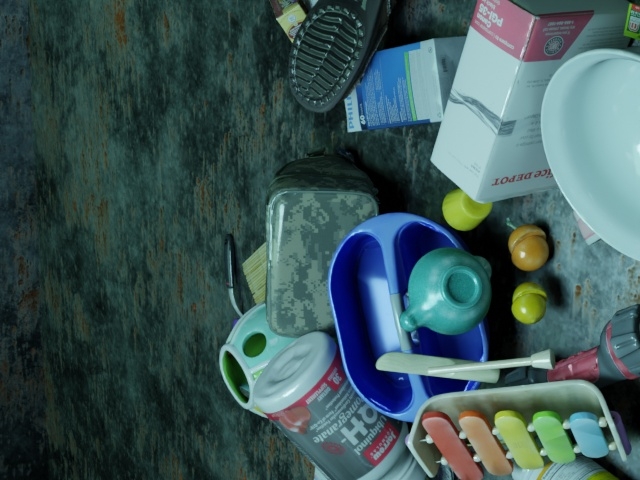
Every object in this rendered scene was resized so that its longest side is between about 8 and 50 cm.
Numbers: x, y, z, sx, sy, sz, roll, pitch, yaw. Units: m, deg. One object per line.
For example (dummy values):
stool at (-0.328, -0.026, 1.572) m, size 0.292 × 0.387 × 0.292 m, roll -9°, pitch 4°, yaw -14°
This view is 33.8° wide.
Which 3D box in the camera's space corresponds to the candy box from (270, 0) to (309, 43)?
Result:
candy box at (-0.019, -0.358, 1.885) m, size 0.187 × 0.053 × 0.109 m, roll 51°, pitch -167°, yaw -34°

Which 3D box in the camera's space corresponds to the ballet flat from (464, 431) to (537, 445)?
ballet flat at (0.280, 0.318, 1.773) m, size 0.232 × 0.073 × 0.080 m, roll -29°, pitch 78°, yaw 55°

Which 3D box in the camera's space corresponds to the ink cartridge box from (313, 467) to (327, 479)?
ink cartridge box at (0.071, 0.474, 2.079) m, size 0.127 × 0.128 × 0.176 m, roll 36°, pitch 128°, yaw 45°

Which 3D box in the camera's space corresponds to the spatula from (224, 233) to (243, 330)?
spatula at (-0.199, 0.132, 2.450) m, size 0.084 × 0.030 × 0.297 m, roll 4°, pitch 103°, yaw 54°

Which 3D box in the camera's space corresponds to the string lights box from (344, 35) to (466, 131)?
string lights box at (0.141, -0.260, 1.781) m, size 0.259 × 0.076 × 0.134 m, roll 2°, pitch 102°, yaw 55°

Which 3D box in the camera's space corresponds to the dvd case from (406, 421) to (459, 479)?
dvd case at (0.183, 0.376, 1.925) m, size 0.221 × 0.018 × 0.165 m, roll 47°, pitch 161°, yaw 37°

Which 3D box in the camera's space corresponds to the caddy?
caddy at (0.148, 0.121, 1.722) m, size 0.241 × 0.179 × 0.342 m, roll -13°, pitch 91°, yaw 18°

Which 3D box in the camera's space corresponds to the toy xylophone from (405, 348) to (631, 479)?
toy xylophone at (0.274, 0.261, 1.529) m, size 0.322 × 0.236 × 0.081 m, roll -16°, pitch 46°, yaw 28°

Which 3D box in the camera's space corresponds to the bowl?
bowl at (0.429, -0.126, 1.322) m, size 0.298 × 0.134 × 0.298 m, roll 43°, pitch 151°, yaw 31°

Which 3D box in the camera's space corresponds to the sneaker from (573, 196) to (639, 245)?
sneaker at (0.406, -0.048, 1.486) m, size 0.070 × 0.051 × 0.134 m, roll 63°, pitch 148°, yaw 11°

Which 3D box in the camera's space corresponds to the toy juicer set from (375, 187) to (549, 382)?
toy juicer set at (0.231, 0.094, 1.603) m, size 0.329 × 0.209 × 0.089 m, roll -64°, pitch 8°, yaw -15°

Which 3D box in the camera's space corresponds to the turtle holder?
turtle holder at (-0.058, 0.267, 2.097) m, size 0.320 × 0.227 × 0.243 m, roll 65°, pitch 150°, yaw 16°

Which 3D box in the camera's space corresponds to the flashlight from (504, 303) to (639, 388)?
flashlight at (0.388, 0.179, 1.542) m, size 0.304 × 0.103 × 0.103 m, roll -36°, pitch 72°, yaw 53°

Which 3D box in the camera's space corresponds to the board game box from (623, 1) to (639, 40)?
board game box at (0.474, -0.252, 1.283) m, size 0.181 × 0.092 × 0.043 m, roll 33°, pitch 128°, yaw 46°

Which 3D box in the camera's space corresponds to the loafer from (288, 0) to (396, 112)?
loafer at (0.070, -0.378, 1.757) m, size 0.133 × 0.130 × 0.366 m, roll 36°, pitch 112°, yaw 23°

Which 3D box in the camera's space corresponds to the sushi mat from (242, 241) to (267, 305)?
sushi mat at (-0.078, 0.058, 2.258) m, size 0.316 × 0.019 × 0.152 m, roll -41°, pitch 68°, yaw 53°

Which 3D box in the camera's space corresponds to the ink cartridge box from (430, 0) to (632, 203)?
ink cartridge box at (0.291, -0.211, 1.460) m, size 0.117 × 0.207 × 0.283 m, roll 47°, pitch 136°, yaw 39°

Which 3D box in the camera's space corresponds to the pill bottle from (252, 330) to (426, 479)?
pill bottle at (0.043, 0.327, 1.857) m, size 0.318 × 0.176 × 0.176 m, roll 49°, pitch 151°, yaw -17°

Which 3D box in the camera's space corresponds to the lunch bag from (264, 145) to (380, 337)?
lunch bag at (0.000, 0.000, 1.954) m, size 0.256 × 0.212 × 0.305 m, roll -103°, pitch 12°, yaw -70°

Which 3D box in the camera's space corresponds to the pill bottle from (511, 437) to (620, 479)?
pill bottle at (0.394, 0.391, 1.591) m, size 0.215 × 0.117 × 0.117 m, roll 36°, pitch 128°, yaw 45°

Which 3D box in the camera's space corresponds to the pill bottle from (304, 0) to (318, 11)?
pill bottle at (0.033, -0.425, 1.849) m, size 0.065 × 0.116 × 0.065 m, roll 23°, pitch 120°, yaw 50°
